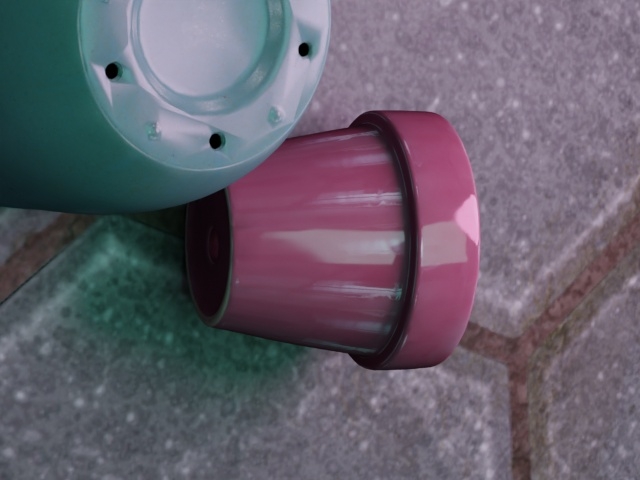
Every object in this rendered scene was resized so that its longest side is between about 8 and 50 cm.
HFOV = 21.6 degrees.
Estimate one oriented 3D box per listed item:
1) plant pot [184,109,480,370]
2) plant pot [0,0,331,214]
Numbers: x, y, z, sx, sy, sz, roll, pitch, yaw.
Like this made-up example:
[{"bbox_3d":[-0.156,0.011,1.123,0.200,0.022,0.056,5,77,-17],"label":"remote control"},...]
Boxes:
[{"bbox_3d":[0.000,0.000,1.264,0.180,0.201,0.201,0,100,-21],"label":"plant pot"},{"bbox_3d":[-0.131,-0.150,1.100,0.293,0.235,0.293,-8,103,-35],"label":"plant pot"}]
